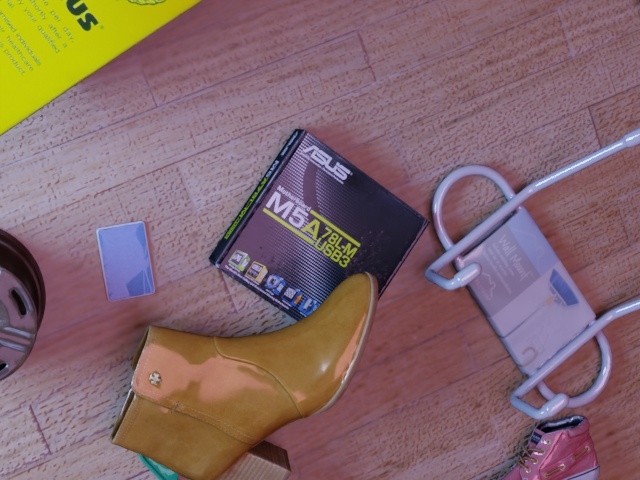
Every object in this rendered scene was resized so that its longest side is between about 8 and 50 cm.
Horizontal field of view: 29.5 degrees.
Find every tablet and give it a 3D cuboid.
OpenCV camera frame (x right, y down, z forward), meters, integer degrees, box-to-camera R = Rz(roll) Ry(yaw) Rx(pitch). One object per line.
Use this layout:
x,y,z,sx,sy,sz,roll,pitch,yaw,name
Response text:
-0.214,0.023,1.340,0.054,0.006,0.083,-10,100,-17,tablet

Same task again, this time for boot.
-0.086,0.129,1.311,0.211,0.104,0.295,27,97,-16,boot

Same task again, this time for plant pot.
-0.353,0.070,1.218,0.167,0.165,0.167,-2,96,-17,plant pot

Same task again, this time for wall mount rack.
0.303,0.036,1.441,0.304,0.130,0.350,-38,106,-10,wall mount rack

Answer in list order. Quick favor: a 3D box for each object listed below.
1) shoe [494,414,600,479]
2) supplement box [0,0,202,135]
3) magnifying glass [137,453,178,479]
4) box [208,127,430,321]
0.260,0.274,1.492,0.178,0.063,0.081,-15,99,-21,shoe
-0.219,-0.266,1.111,0.356,0.194,0.195,-26,108,31,supplement box
-0.150,0.278,1.382,0.092,0.026,0.231,-17,99,-15,magnifying glass
0.000,0.000,1.386,0.190,0.045,0.184,36,88,-19,box
